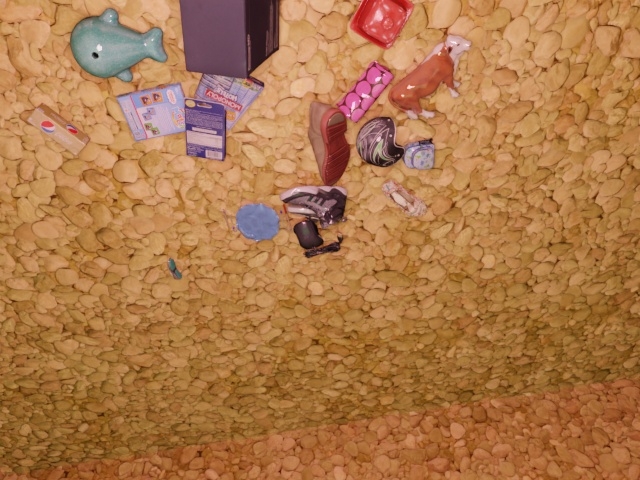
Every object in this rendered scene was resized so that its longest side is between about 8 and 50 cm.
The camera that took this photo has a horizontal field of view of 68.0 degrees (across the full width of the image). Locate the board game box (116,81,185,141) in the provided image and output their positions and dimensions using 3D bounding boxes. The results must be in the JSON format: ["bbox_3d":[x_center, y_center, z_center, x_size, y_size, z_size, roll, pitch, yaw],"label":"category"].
[{"bbox_3d":[-0.551,-0.433,1.605,0.211,0.039,0.160,-10,127,2],"label":"board game box"}]

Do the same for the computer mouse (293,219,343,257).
[{"bbox_3d":[0.000,0.000,1.924,0.184,0.060,0.262,-14,147,3],"label":"computer mouse"}]

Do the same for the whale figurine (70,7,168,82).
[{"bbox_3d":[-0.609,-0.578,1.429,0.271,0.141,0.216,-2,126,-5],"label":"whale figurine"}]

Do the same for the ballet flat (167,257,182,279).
[{"bbox_3d":[-0.628,0.123,2.009,0.041,0.041,0.114,-15,126,5],"label":"ballet flat"}]

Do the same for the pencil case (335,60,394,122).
[{"bbox_3d":[0.148,-0.503,1.602,0.098,0.095,0.209,47,113,7],"label":"pencil case"}]

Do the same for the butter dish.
[{"bbox_3d":[0.195,-0.677,1.457,0.160,0.118,0.160,21,122,-21],"label":"butter dish"}]

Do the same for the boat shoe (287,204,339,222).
[{"bbox_3d":[-0.026,-0.102,1.874,0.219,0.078,0.070,4,109,-11],"label":"boat shoe"}]

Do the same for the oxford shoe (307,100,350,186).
[{"bbox_3d":[0.023,-0.346,1.705,0.123,0.130,0.348,-33,147,-25],"label":"oxford shoe"}]

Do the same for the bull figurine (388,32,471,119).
[{"bbox_3d":[0.377,-0.538,1.589,0.310,0.101,0.188,-34,124,18],"label":"bull figurine"}]

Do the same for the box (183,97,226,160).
[{"bbox_3d":[-0.388,-0.379,1.606,0.136,0.037,0.225,9,135,-4],"label":"box"}]

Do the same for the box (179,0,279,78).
[{"bbox_3d":[-0.235,-0.661,1.282,0.178,0.313,0.343,10,126,7],"label":"box"}]

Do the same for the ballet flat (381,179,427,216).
[{"bbox_3d":[0.339,-0.149,1.888,0.241,0.077,0.091,29,118,-25],"label":"ballet flat"}]

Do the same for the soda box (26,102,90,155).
[{"bbox_3d":[-0.881,-0.374,1.602,0.061,0.058,0.181,-38,121,20],"label":"soda box"}]

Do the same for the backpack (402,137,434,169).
[{"bbox_3d":[0.365,-0.316,1.763,0.114,0.084,0.105,-5,124,1],"label":"backpack"}]

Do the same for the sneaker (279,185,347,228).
[{"bbox_3d":[-0.016,-0.121,1.776,0.268,0.153,0.101,-4,172,-22],"label":"sneaker"}]

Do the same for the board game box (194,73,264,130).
[{"bbox_3d":[-0.315,-0.477,1.586,0.194,0.060,0.194,21,121,-20],"label":"board game box"}]

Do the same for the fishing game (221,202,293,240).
[{"bbox_3d":[-0.249,-0.076,1.904,0.263,0.041,0.189,-8,127,10],"label":"fishing game"}]

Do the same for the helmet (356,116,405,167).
[{"bbox_3d":[0.206,-0.350,1.673,0.169,0.169,0.161,-37,138,20],"label":"helmet"}]
